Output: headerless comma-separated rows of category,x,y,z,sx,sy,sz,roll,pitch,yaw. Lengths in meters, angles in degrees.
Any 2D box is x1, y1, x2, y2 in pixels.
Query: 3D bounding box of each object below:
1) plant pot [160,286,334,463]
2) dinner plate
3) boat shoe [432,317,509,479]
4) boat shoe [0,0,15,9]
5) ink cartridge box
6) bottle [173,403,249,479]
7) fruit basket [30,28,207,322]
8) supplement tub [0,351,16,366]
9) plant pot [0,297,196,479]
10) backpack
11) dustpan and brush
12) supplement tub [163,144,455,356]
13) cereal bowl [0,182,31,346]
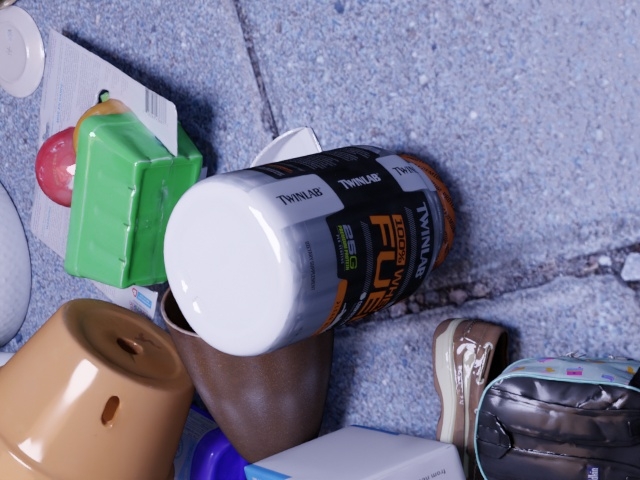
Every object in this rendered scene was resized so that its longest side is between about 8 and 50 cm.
plant pot,-0.072,0.161,1.578,0.215,0.215,0.230,14,125,38
dinner plate,-0.473,-0.289,1.919,0.141,0.017,0.141,10,106,38
boat shoe,0.188,0.217,1.420,0.095,0.095,0.257,-3,99,35
boat shoe,-0.409,-0.411,1.776,0.302,0.109,0.098,-17,95,48
ink cartridge box,0.081,0.433,1.444,0.285,0.166,0.395,-8,100,68
bottle,-0.228,0.277,1.795,0.283,0.092,0.118,23,116,35
fruit basket,-0.303,-0.094,1.757,0.353,0.165,0.327,36,123,48
supplement tub,-0.540,0.294,1.970,0.325,0.235,0.235,-6,97,39
plant pot,-0.293,0.211,1.609,0.291,0.291,0.203,40,108,27
backpack,0.261,0.200,1.307,0.188,0.144,0.166,2,105,17
dustpan and brush,-0.071,-0.036,1.600,0.211,0.060,0.147,-31,80,41
supplement tub,0.000,0.000,1.377,0.193,0.316,0.193,13,110,38
cereal bowl,-0.633,0.033,2.057,0.339,0.141,0.339,11,107,40
